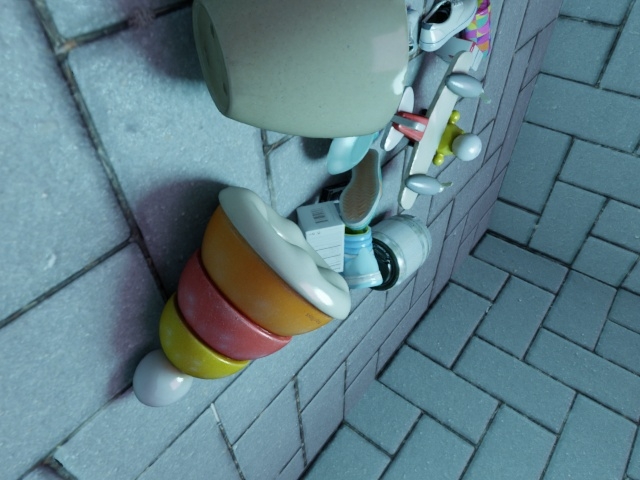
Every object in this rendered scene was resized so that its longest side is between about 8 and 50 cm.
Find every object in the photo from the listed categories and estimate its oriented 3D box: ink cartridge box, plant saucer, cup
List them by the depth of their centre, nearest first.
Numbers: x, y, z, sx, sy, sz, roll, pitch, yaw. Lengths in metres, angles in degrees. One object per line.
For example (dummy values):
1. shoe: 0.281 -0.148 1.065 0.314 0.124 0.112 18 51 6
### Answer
1. cup: -0.058 -0.303 0.692 0.237 0.331 0.330 -19 136 -20
2. plant saucer: 0.088 -0.238 1.081 0.195 0.038 0.194 -48 161 -23
3. ink cartridge box: 0.455 -0.612 1.460 0.151 0.109 0.063 -8 121 -58

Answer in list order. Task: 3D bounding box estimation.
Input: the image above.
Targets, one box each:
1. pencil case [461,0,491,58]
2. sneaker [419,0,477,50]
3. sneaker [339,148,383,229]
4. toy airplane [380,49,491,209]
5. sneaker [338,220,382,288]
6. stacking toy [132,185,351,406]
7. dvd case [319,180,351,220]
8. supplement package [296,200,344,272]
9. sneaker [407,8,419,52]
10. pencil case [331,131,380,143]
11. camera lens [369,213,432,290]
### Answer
1. pencil case: 0.518 -0.713 1.498 0.104 0.105 0.236 -59 151 -5
2. sneaker: 0.382 -0.662 1.305 0.258 0.094 0.091 -50 156 -20
3. sneaker: 0.127 -0.123 1.241 0.121 0.108 0.302 70 26 -43
4. toy airplane: 0.364 -0.331 1.388 0.384 0.273 0.386 -48 150 -24
5. sneaker: 0.089 0.032 1.371 0.127 0.319 0.208 -11 92 -17
6. stacking toy: -0.210 0.158 0.907 0.480 0.350 0.351 -44 153 4
7. dvd case: 0.065 -0.093 1.359 0.239 0.030 0.179 -23 134 -52
8. supplement package: 0.000 0.000 1.210 0.105 0.105 0.179 -12 136 -11
9. sneaker: 0.218 -0.524 1.164 0.190 0.083 0.071 -56 151 -14
10. pencil case: 0.097 -0.274 1.206 0.152 0.065 0.070 -41 160 -35
11. camera lens: 0.250 0.039 1.595 0.274 0.220 0.219 -30 139 -46
